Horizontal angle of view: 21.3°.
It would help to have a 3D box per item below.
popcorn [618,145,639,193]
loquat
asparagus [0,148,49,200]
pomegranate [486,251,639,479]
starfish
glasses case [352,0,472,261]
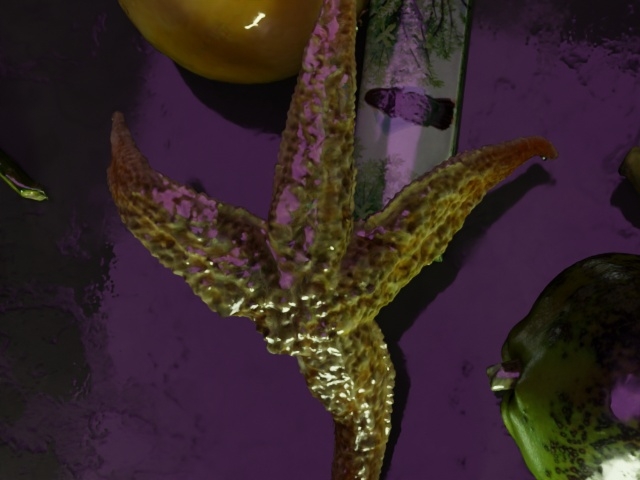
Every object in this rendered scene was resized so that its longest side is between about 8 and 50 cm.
[{"bbox_3d":[0.416,-0.109,1.429,0.325,0.321,0.290,-39,96,17],"label":"popcorn"},{"bbox_3d":[-0.062,-0.269,1.501,0.263,0.263,0.263,-1,82,7],"label":"loquat"},{"bbox_3d":[-0.300,-0.071,1.621,0.108,0.025,0.021,43,79,10],"label":"asparagus"},{"bbox_3d":[0.284,0.124,1.458,0.204,0.276,0.222,21,108,47],"label":"pomegranate"},{"bbox_3d":[0.001,0.001,1.448,0.398,0.132,0.384,37,89,-15],"label":"starfish"},{"bbox_3d":[0.080,-0.121,1.562,0.095,0.062,0.272,5,83,8],"label":"glasses case"}]
